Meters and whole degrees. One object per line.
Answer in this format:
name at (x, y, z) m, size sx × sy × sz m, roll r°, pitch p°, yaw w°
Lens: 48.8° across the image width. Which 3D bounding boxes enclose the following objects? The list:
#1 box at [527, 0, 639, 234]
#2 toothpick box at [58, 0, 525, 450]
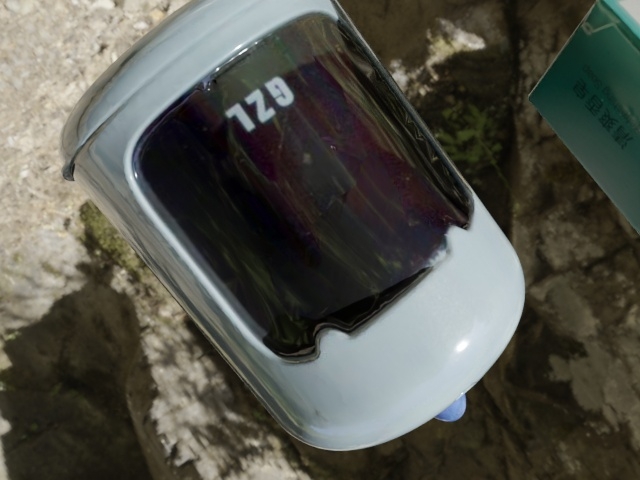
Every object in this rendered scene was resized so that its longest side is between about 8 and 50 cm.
box at (0.280, -0.098, 0.449) m, size 0.245 × 0.153 × 0.092 m, roll -22°, pitch 158°, yaw -24°
toothpick box at (0.000, 0.000, 0.556) m, size 0.263 × 0.354 × 0.263 m, roll -37°, pitch -175°, yaw 4°
